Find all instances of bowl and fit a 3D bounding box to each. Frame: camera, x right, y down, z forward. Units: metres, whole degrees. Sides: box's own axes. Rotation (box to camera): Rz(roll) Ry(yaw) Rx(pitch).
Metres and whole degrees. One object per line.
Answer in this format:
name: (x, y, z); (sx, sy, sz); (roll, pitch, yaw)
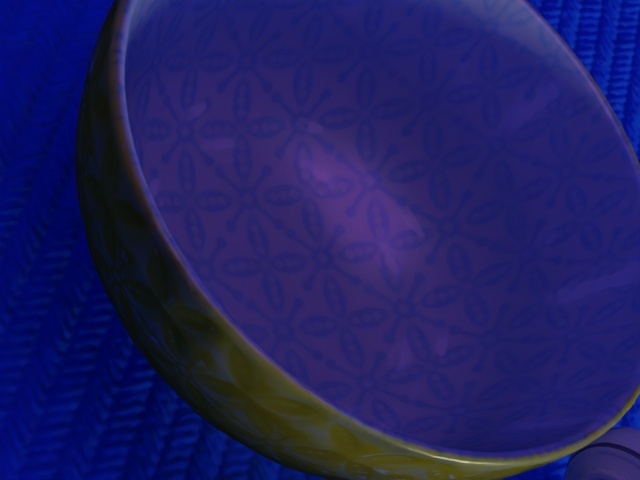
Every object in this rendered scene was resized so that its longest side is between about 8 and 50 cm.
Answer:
bowl: (0.000, 0.000, 0.841); (0.289, 0.156, 0.289); (19, 52, -26)

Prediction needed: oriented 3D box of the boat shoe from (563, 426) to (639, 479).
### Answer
boat shoe: (0.180, 0.214, 0.878); (0.084, 0.095, 0.258); (-12, 68, -45)
